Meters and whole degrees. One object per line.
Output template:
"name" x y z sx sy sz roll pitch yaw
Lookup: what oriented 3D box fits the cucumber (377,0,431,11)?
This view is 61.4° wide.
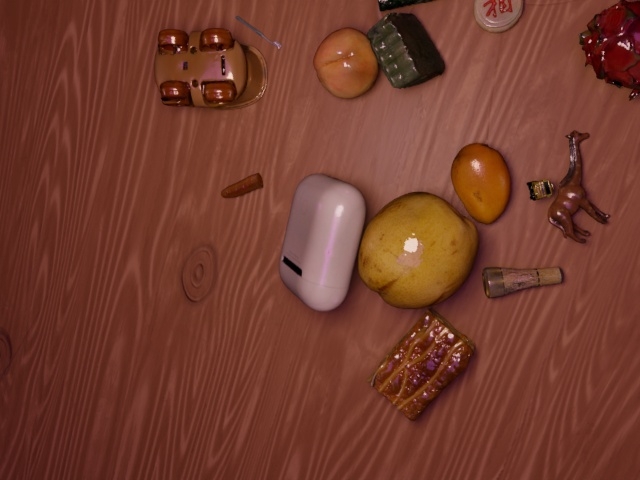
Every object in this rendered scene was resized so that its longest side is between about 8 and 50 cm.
"cucumber" 0.290 -0.655 1.398 0.294 0.067 0.067 -5 96 15

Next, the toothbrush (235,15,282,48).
"toothbrush" -0.179 -0.606 1.564 0.167 0.011 0.014 37 101 8

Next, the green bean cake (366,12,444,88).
"green bean cake" 0.216 -0.481 1.382 0.094 0.173 0.181 -28 91 41

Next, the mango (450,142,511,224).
"mango" 0.423 -0.147 1.410 0.145 0.112 0.219 -14 105 17

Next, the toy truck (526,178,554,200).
"toy truck" 0.563 -0.132 1.380 0.054 0.083 0.049 -14 93 16

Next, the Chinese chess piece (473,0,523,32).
"Chinese chess piece" 0.450 -0.591 1.367 0.122 0.051 0.122 2 99 16

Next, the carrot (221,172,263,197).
"carrot" -0.239 -0.157 1.627 0.139 0.048 0.048 -21 91 20

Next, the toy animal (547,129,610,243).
"toy animal" 0.651 -0.135 1.366 0.224 0.066 0.229 -43 89 1

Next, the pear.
"pear" 0.243 0.027 1.384 0.314 0.314 0.314 2 98 16

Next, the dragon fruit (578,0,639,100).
"dragon fruit" 0.738 -0.448 1.244 0.274 0.193 0.192 19 75 12

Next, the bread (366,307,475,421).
"bread" 0.285 0.346 1.511 0.185 0.114 0.274 40 104 7

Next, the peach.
"peach" 0.071 -0.470 1.428 0.184 0.184 0.184 2 98 16

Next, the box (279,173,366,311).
"box" -0.001 0.000 1.471 0.141 0.289 0.349 7 102 -28

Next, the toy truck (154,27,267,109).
"toy truck" -0.313 -0.476 1.518 0.288 0.211 0.204 0 97 12

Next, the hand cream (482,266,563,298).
"hand cream" 0.537 0.100 1.430 0.203 0.084 0.084 -9 95 10
